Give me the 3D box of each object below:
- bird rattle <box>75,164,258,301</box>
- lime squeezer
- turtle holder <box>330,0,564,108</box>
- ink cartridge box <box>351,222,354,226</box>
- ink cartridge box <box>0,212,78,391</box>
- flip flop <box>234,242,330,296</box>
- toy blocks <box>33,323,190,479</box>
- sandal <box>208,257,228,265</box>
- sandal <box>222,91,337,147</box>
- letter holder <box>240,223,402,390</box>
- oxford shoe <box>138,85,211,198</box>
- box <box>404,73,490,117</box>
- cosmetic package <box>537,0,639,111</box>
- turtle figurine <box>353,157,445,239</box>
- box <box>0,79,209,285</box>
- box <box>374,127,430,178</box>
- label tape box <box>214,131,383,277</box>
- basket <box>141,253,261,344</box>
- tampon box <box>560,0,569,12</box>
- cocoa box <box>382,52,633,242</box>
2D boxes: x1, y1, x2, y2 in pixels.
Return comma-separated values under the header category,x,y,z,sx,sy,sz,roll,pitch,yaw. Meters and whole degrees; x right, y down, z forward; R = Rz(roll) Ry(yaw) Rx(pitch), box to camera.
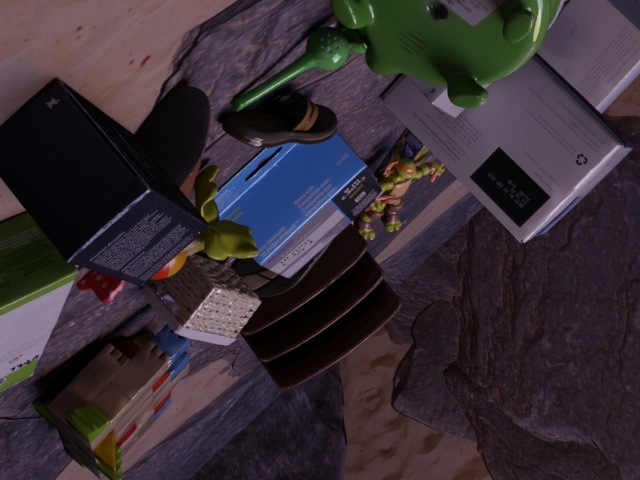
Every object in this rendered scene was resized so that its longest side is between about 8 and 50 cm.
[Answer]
category,x,y,z,sx,sy,sz,roll,pitch,yaw
bird rattle,-0.219,0.019,1.299,0.253,0.143,0.207,-31,180,-26
lime squeezer,0.025,-0.250,1.265,0.310,0.059,0.110,-33,164,-36
turtle holder,0.169,-0.301,1.121,0.227,0.243,0.320,-58,162,-28
ink cartridge box,0.000,0.000,1.997,0.207,0.046,0.097,-43,166,7
ink cartridge box,-0.409,0.106,1.091,0.189,0.097,0.255,-29,164,-42
flip flop,-0.043,-0.001,1.787,0.277,0.112,0.080,-47,-179,0
toy blocks,-0.341,0.268,1.681,0.261,0.191,0.381,-48,170,-25
sandal,-0.196,0.072,1.690,0.067,0.040,0.179,-25,159,-50
sandal,-0.048,-0.173,1.294,0.219,0.090,0.060,-13,127,-50
letter holder,-0.016,0.122,1.859,0.302,0.214,0.152,-35,150,-7
oxford shoe,-0.178,-0.095,1.139,0.212,0.076,0.076,-65,176,28
box,0.181,-0.274,1.461,0.091,0.130,0.170,-44,167,14
cosmetic package,0.523,-0.385,1.857,0.138,0.224,0.224,-25,159,-49
turtle figurine,0.133,-0.093,1.865,0.269,0.087,0.217,-32,160,-36
box,-0.226,-0.052,0.984,0.108,0.153,0.207,-41,165,2
box,0.179,-0.176,1.926,0.059,0.054,0.169,-29,162,-42
label tape box,-0.035,-0.065,1.570,0.241,0.106,0.334,-43,167,3
basket,-0.193,0.094,1.566,0.103,0.113,0.167,-50,152,7
tampon box,0.266,-0.373,1.319,0.101,0.161,0.120,-31,164,-38
cocoa box,0.326,-0.200,1.628,0.231,0.347,0.228,-47,166,20
